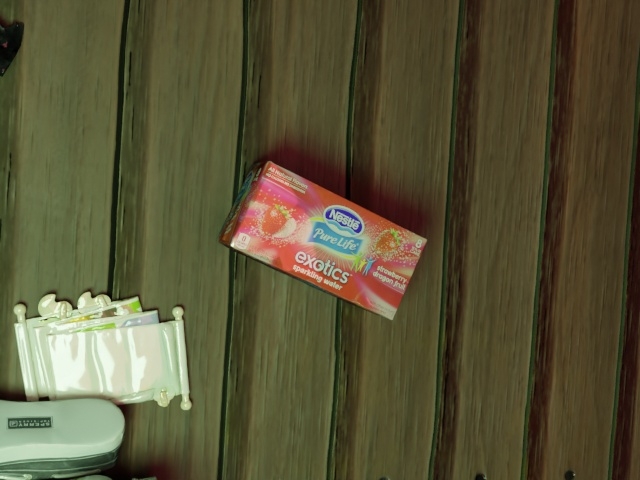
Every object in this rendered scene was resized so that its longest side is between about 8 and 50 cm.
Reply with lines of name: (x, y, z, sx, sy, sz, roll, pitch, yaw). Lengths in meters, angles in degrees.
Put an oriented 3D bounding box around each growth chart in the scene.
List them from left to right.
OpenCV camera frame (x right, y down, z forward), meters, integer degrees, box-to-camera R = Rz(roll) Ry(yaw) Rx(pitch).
growth chart: (-0.295, 0.155, 1.075, 0.237, 0.021, 0.172, 0, 93, -16)

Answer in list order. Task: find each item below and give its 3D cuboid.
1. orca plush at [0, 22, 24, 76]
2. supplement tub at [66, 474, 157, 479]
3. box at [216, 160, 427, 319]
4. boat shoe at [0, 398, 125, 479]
orca plush: (-0.514, -0.284, 0.942, 0.287, 0.102, 0.151, 31, 85, -16)
supplement tub: (-0.350, 0.424, 0.962, 0.324, 0.235, 0.236, -8, 95, -15)
box: (0.000, 0.000, 1.099, 0.256, 0.122, 0.128, 26, 85, -16)
boat shoe: (-0.409, 0.264, 1.008, 0.301, 0.108, 0.102, 3, 125, -22)
